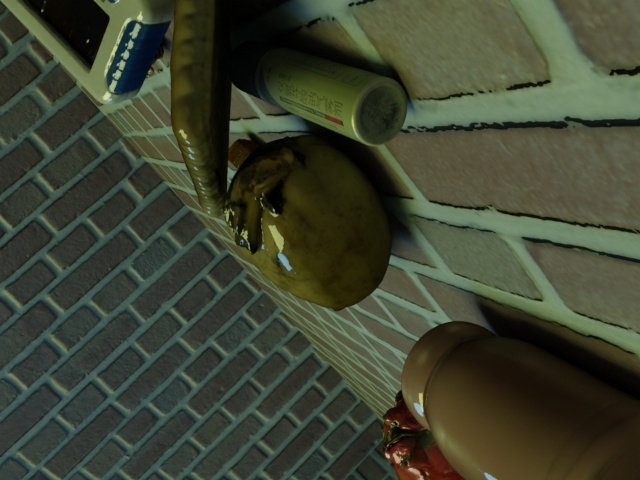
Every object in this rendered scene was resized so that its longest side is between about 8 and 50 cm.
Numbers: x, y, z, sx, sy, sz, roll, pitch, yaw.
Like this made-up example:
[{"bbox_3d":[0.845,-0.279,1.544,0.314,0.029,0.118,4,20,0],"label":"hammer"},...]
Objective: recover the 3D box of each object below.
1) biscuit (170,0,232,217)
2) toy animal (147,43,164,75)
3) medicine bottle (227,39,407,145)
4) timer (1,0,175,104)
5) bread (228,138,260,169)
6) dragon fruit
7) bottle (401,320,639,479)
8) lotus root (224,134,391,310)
[{"bbox_3d":[-0.119,-0.156,0.724,0.325,0.044,0.217,122,149,-80],"label":"biscuit"},{"bbox_3d":[-0.303,-0.335,1.036,0.114,0.116,0.255,-1,148,11],"label":"toy animal"},{"bbox_3d":[-0.012,-0.146,0.656,0.231,0.059,0.059,33,163,50],"label":"medicine bottle"},{"bbox_3d":[-0.299,-0.314,0.877,0.253,0.078,0.178,46,128,8],"label":"timer"},{"bbox_3d":[-0.108,-0.128,1.108,0.085,0.053,0.085,44,-179,-1],"label":"bread"},{"bbox_3d":[0.212,0.352,1.235,0.224,0.224,0.227,34,169,48],"label":"dragon fruit"},{"bbox_3d":[0.226,0.202,0.761,0.206,0.173,0.297,13,-172,-31],"label":"bottle"},{"bbox_3d":[0.000,0.000,0.853,0.183,0.183,0.310,38,167,38],"label":"lotus root"}]
